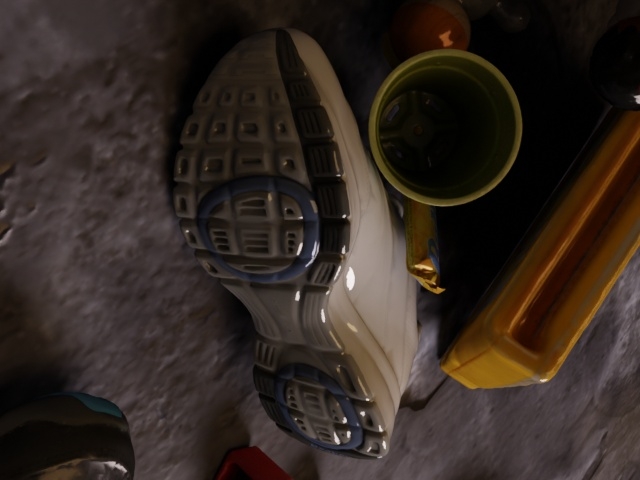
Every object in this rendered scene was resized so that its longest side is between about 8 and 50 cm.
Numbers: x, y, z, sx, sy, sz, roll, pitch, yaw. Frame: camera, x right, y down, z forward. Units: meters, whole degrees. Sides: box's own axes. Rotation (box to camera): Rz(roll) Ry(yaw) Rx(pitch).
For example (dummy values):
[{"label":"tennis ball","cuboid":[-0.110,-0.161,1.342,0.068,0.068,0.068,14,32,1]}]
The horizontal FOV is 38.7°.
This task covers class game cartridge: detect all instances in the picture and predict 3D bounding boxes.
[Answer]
[{"label":"game cartridge","cuboid":[0.187,-0.023,0.651,0.285,0.053,0.323,-55,173,-7]}]

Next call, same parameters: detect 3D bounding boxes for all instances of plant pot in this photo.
[{"label":"plant pot","cuboid":[0.064,-0.063,0.524,0.083,0.079,0.083,0,95,-5]}]

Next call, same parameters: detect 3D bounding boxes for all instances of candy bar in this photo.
[{"label":"candy bar","cuboid":[0.064,-0.039,0.586,0.040,0.018,0.161,51,33,-51]}]

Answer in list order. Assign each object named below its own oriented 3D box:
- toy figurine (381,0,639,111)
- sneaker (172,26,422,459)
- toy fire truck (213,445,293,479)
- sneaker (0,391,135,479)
[{"label":"toy figurine","cuboid":[0.106,-0.168,0.467,0.148,0.213,0.209,-61,147,-18]},{"label":"sneaker","cuboid":[0.000,0.000,0.562,0.129,0.111,0.297,-56,146,-41]},{"label":"toy fire truck","cuboid":[-0.038,0.244,0.690,0.135,0.047,0.192,3,111,-47]},{"label":"sneaker","cuboid":[-0.180,0.243,0.467,0.125,0.140,0.340,31,87,-49]}]
